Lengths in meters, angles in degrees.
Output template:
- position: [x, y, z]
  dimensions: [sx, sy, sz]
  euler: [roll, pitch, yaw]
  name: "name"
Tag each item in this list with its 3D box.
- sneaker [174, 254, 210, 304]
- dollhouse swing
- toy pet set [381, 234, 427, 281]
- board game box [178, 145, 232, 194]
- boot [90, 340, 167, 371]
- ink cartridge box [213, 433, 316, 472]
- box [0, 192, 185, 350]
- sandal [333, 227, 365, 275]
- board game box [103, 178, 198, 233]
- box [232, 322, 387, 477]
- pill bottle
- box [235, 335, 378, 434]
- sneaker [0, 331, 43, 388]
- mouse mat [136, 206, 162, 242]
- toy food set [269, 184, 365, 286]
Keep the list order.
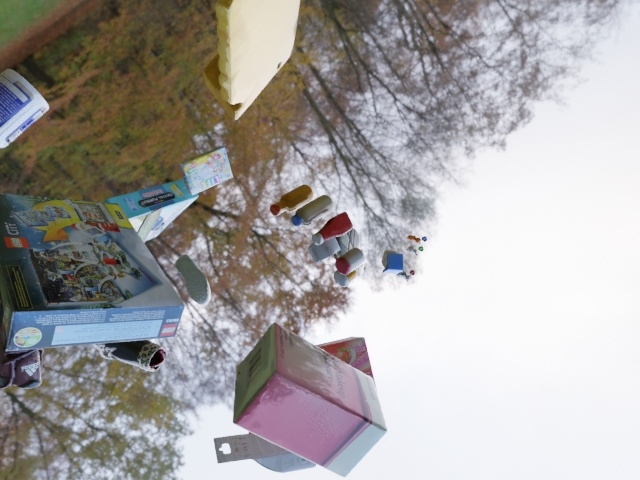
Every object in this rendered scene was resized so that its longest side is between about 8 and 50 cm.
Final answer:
- position: [-0.468, 0.155, 2.001]
  dimensions: [0.090, 0.095, 0.235]
  euler: [-33, -123, -2]
  name: "sneaker"
- position: [-0.201, -0.484, 0.940]
  dimensions: [0.315, 0.304, 0.347]
  euler: [-57, 175, -26]
  name: "dollhouse swing"
- position: [0.222, 0.053, 1.369]
  dimensions: [0.114, 0.122, 0.065]
  euler: [4, -152, -16]
  name: "toy pet set"
- position: [-0.354, -0.218, 1.632]
  dimensions: [0.154, 0.104, 0.026]
  euler: [-31, -146, -31]
  name: "board game box"
- position: [-0.487, 0.293, 1.374]
  dimensions: [0.178, 0.236, 0.085]
  euler: [21, -112, 8]
  name: "boot"
- position: [-0.144, 0.531, 1.317]
  dimensions: [0.232, 0.066, 0.189]
  euler: [-8, 179, -15]
  name: "ink cartridge box"
- position: [-0.269, 0.023, 0.573]
  dimensions: [0.233, 0.159, 0.044]
  euler: [42, -61, 42]
  name: "box"
- position: [0.086, 0.046, 1.787]
  dimensions: [0.086, 0.303, 0.120]
  euler: [13, -111, 20]
  name: "sandal"
- position: [-0.563, -0.060, 1.588]
  dimensions: [0.253, 0.079, 0.336]
  euler: [-36, 178, 29]
  name: "board game box"
- position: [-0.021, 0.274, 0.910]
  dimensions: [0.127, 0.232, 0.149]
  euler: [-52, -161, 15]
  name: "box"
- position: [-0.690, -0.264, 1.117]
  dimensions: [0.187, 0.112, 0.112]
  euler: [-50, -148, -18]
  name: "pill bottle"
- position: [-0.037, 0.325, 1.213]
  dimensions: [0.299, 0.154, 0.142]
  euler: [-12, 173, -12]
  name: "box"
- position: [-0.422, 0.132, 0.785]
  dimensions: [0.281, 0.163, 0.106]
  euler: [-21, 172, 29]
  name: "sneaker"
- position: [-0.356, 0.025, 0.996]
  dimensions: [0.190, 0.007, 0.152]
  euler: [-61, -170, 5]
  name: "mouse mat"
- position: [0.000, 0.000, 1.076]
  dimensions: [0.104, 0.232, 0.111]
  euler: [-32, -169, -38]
  name: "toy food set"
